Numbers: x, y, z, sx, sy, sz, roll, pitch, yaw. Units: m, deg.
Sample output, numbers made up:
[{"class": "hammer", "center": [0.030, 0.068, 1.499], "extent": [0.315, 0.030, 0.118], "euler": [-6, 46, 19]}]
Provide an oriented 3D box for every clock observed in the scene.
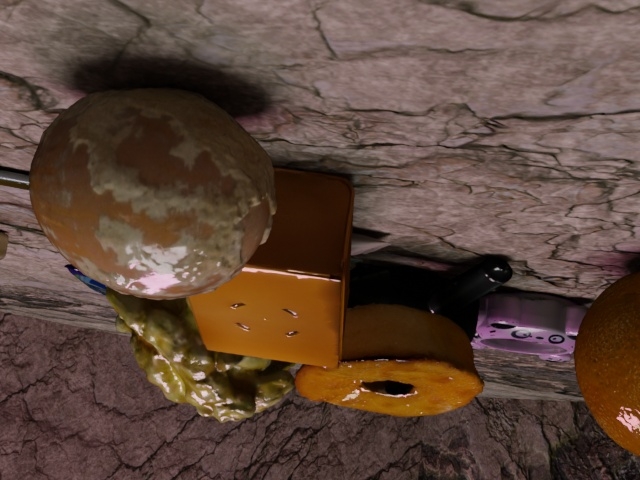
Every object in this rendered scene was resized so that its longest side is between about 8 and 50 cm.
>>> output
[{"class": "clock", "center": [0.377, 0.157, 1.519], "extent": [0.227, 0.090, 0.248], "euler": [8, 165, 0]}]

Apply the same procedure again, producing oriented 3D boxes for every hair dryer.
[{"class": "hair dryer", "center": [0.171, 0.076, 1.327], "extent": [0.244, 0.116, 0.302], "euler": [13, 155, -17]}]

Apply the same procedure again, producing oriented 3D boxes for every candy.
[{"class": "candy", "center": [-0.448, 0.095, 1.819], "extent": [0.145, 0.070, 0.275], "euler": [14, 172, 9]}]

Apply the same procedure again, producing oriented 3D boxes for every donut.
[{"class": "donut", "center": [0.110, 0.196, 1.346], "extent": [0.302, 0.110, 0.303], "euler": [2, 150, 1]}]

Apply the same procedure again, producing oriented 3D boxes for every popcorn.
[{"class": "popcorn", "center": [-0.186, 0.147, 1.428], "extent": [0.279, 0.336, 0.274], "euler": [-33, -179, -23]}]

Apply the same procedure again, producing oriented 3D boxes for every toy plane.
[{"class": "toy plane", "center": [0.036, 0.027, 1.311], "extent": [0.080, 0.033, 0.083], "euler": [0, 171, 29]}]

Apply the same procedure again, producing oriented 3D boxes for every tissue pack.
[{"class": "tissue pack", "center": [-0.060, 0.039, 1.047], "extent": [0.194, 0.145, 0.275], "euler": [6, 150, 3]}]

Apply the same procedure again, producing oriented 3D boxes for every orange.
[{"class": "orange", "center": [0.477, 0.162, 1.112], "extent": [0.274, 0.274, 0.274], "euler": [8, 167, 2]}]

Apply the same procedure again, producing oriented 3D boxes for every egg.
[{"class": "egg", "center": [-0.161, -0.044, 0.779], "extent": [0.245, 0.203, 0.203], "euler": [10, 168, 19]}]

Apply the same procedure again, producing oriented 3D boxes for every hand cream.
[{"class": "hand cream", "center": [0.000, 0.000, 1.191], "extent": [0.186, 0.054, 0.087], "euler": [8, 166, -21]}]

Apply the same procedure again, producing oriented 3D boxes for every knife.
[{"class": "knife", "center": [-0.380, -0.071, 1.170], "extent": [0.342, 0.027, 0.061], "euler": [11, 170, -10]}]

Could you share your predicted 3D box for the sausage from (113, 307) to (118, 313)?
[{"class": "sausage", "center": [-0.462, 0.140, 1.956], "extent": [0.062, 0.054, 0.183], "euler": [-14, -165, -11]}]

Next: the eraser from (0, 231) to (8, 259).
[{"class": "eraser", "center": [-0.686, -0.009, 1.544], "extent": [0.117, 0.058, 0.172], "euler": [0, 164, 32]}]
